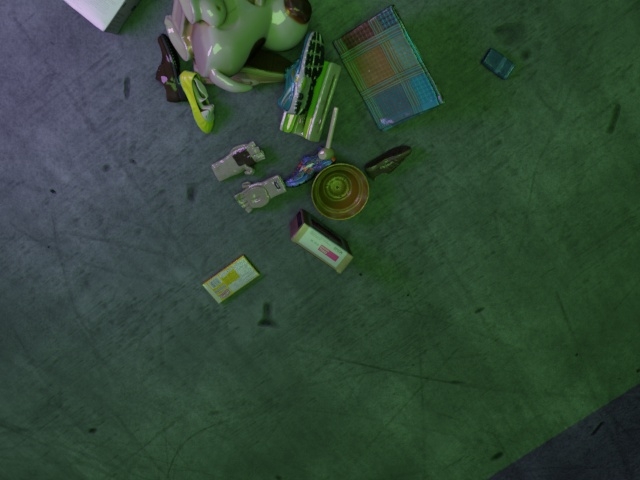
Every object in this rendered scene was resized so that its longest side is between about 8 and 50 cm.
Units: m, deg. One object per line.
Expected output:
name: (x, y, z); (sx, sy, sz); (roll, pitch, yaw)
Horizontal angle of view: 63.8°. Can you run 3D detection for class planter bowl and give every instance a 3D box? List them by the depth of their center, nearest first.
planter bowl: (0.070, -0.191, 1.939); (0.218, 0.090, 0.217); (-2, 109, -5)

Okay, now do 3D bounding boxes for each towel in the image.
towel: (0.231, -0.579, 1.780); (0.272, 0.040, 0.370); (-18, 115, 40)
towel: (0.650, -0.646, 1.883); (0.120, 0.029, 0.067); (29, 103, -15)

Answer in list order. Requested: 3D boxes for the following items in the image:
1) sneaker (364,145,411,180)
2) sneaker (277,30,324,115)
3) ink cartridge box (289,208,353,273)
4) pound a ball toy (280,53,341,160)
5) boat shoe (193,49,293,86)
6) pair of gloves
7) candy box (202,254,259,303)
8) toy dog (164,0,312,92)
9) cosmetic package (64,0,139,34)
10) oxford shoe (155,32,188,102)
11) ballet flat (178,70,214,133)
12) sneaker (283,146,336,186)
sneaker: (0.262, -0.294, 1.951); (0.189, 0.066, 0.071); (-24, 126, 8)
sneaker: (-0.071, -0.554, 1.694); (0.110, 0.107, 0.275); (29, 107, 26)
ink cartridge box: (0.000, 0.000, 1.942); (0.235, 0.193, 0.088); (35, 102, -16)
pound a ball toy: (0.000, -0.459, 1.802); (0.208, 0.136, 0.318); (22, 105, 19)
boat shoe: (-0.262, -0.584, 1.773); (0.342, 0.121, 0.110); (4, 143, -8)
pair of gloves: (-0.263, -0.236, 1.907); (0.204, 0.042, 0.240); (-31, 105, 17)
candy box: (-0.355, 0.153, 2.042); (0.206, 0.027, 0.105); (-35, 111, 6)
toy dog: (-0.225, -0.687, 1.617); (0.408, 0.284, 0.395); (-26, 75, -26)
cosmetic package: (-0.679, -0.780, 1.630); (0.151, 0.151, 0.183); (38, 102, -16)
oxford shoe: (-0.524, -0.582, 1.751); (0.096, 0.082, 0.227); (-9, 108, 2)
ballet flat: (-0.410, -0.473, 1.771); (0.077, 0.077, 0.230); (3, 130, 28)
sneaker: (-0.050, -0.269, 1.916); (0.221, 0.083, 0.087); (-33, 90, 5)
